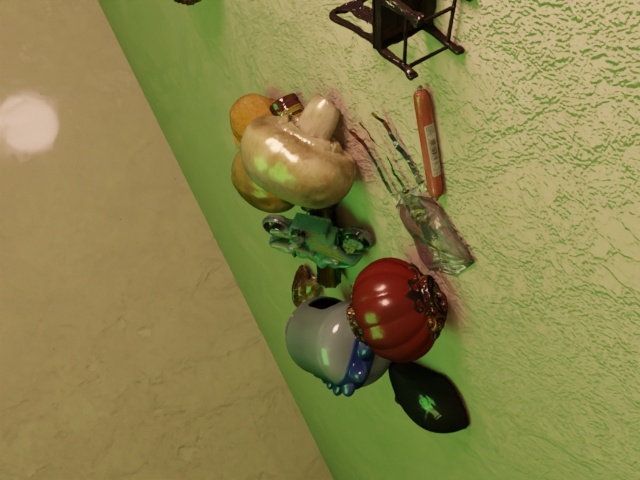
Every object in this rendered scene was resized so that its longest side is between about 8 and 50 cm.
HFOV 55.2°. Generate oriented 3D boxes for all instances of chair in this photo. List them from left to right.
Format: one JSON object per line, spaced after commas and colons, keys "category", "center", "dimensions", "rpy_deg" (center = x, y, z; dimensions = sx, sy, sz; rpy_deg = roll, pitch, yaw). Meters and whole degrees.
{"category": "chair", "center": [0.104, -0.345, 0.897], "dimensions": [0.229, 0.106, 0.113], "rpy_deg": [48, 158, 32]}

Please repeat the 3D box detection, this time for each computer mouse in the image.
{"category": "computer mouse", "center": [0.261, 0.412, 1.579], "dimensions": [0.269, 0.100, 0.170], "rpy_deg": [8, 122, 67]}

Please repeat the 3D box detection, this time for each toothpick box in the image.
{"category": "toothpick box", "center": [0.060, 0.293, 1.701], "dimensions": [0.263, 0.263, 0.354], "rpy_deg": [64, 160, -7]}

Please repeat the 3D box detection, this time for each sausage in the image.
{"category": "sausage", "center": [0.012, -0.018, 1.661], "dimensions": [0.082, 0.082, 0.372], "rpy_deg": [46, 155, 38]}
{"category": "sausage", "center": [0.188, -0.163, 1.057], "dimensions": [0.029, 0.029, 0.223], "rpy_deg": [37, 149, 51]}

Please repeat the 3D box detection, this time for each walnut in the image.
{"category": "walnut", "center": [-0.155, -0.293, 1.583], "dimensions": [0.207, 0.159, 0.159], "rpy_deg": [56, 162, 36]}

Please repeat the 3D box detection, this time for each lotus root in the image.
{"category": "lotus root", "center": [-0.133, -0.163, 1.703], "dimensions": [0.310, 0.182, 0.183], "rpy_deg": [32, 146, 45]}

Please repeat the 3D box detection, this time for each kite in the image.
{"category": "kite", "center": [0.179, -0.085, 1.210], "dimensions": [0.361, 0.022, 0.204], "rpy_deg": [59, 162, -5]}

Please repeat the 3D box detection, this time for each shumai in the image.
{"category": "shumai", "center": [-0.048, 0.165, 2.065], "dimensions": [0.105, 0.139, 0.123], "rpy_deg": [25, -177, 11]}

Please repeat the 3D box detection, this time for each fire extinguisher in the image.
{"category": "fire extinguisher", "center": [-0.035, -0.226, 1.488], "dimensions": [0.252, 0.075, 0.106], "rpy_deg": [60, 167, -1]}

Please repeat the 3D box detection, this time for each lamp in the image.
{"category": "lamp", "center": [0.166, 0.144, 1.299], "dimensions": [0.227, 0.226, 0.227], "rpy_deg": [51, 159, 29]}

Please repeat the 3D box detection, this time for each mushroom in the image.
{"category": "mushroom", "center": [-0.032, -0.199, 1.320], "dimensions": [0.254, 0.260, 0.234], "rpy_deg": [46, 118, 43]}

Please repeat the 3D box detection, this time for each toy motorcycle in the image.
{"category": "toy motorcycle", "center": [-0.002, 0.000, 1.563], "dimensions": [0.296, 0.109, 0.198], "rpy_deg": [12, 150, 16]}

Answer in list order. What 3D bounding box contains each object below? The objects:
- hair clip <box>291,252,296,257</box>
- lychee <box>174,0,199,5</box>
{"category": "hair clip", "center": [-0.095, 0.007, 2.035], "dimensions": [0.060, 0.033, 0.188], "rpy_deg": [54, 160, 22]}
{"category": "lychee", "center": [-0.341, -0.673, 1.505], "dimensions": [0.165, 0.165, 0.197], "rpy_deg": [52, 176, 27]}
